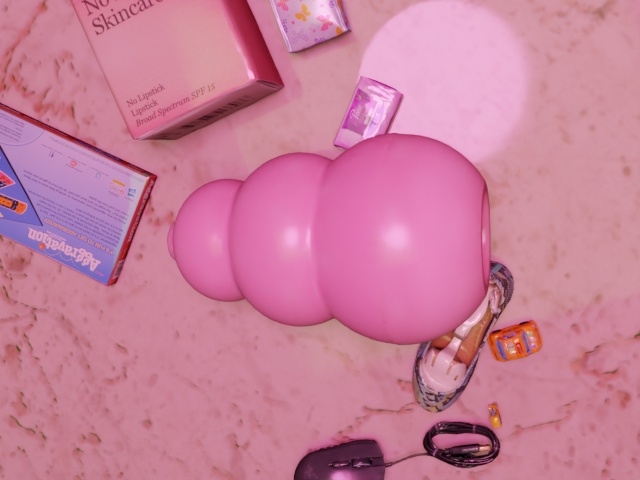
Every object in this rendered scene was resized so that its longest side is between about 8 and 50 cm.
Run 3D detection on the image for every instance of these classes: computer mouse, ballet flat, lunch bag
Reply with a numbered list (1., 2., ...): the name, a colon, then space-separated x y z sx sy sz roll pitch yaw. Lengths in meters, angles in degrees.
1. computer mouse: 0.080 0.248 0.801 0.242 0.041 0.071 -18 50 11
2. ballet flat: 0.147 0.107 0.773 0.070 0.070 0.189 23 100 6
3. lunch bag: -0.012 -0.251 0.756 0.071 0.053 0.083 -19 104 14

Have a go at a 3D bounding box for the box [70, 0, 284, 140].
1. box: -0.159 -0.238 0.744 0.148 0.127 0.232 -23 94 12

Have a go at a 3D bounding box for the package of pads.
1. package of pads: 0.051 -0.131 0.772 0.050 0.032 0.083 24 101 4

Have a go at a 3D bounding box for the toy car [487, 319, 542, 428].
1. toy car: 0.215 0.151 0.780 0.060 0.040 0.122 -1 97 10

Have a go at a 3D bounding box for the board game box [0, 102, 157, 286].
1. board game box: -0.348 -0.069 0.851 0.281 0.027 0.145 25 100 5

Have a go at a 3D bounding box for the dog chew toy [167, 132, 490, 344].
1. dog chew toy: 0.000 0.000 0.722 0.331 0.206 0.207 -1 98 18
